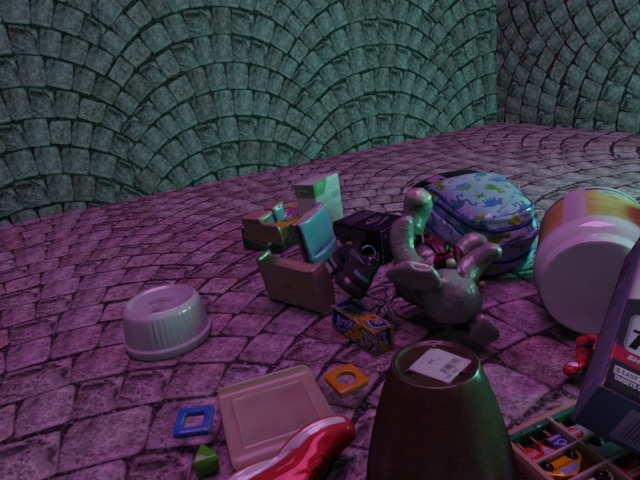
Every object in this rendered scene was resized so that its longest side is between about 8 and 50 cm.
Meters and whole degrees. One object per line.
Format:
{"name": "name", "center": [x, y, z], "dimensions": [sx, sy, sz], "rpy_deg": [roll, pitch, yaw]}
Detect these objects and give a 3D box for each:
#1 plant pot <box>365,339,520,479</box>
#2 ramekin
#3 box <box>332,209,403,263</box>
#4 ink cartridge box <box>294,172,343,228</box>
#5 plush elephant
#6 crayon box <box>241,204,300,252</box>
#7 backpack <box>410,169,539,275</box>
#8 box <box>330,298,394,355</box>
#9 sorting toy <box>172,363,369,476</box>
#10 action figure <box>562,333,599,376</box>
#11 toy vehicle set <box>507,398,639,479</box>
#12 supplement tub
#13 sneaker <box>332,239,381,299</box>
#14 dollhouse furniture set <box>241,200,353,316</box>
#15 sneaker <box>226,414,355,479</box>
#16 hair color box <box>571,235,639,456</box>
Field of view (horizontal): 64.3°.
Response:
{"name": "plant pot", "center": [0.155, 0.256, 0.663], "dimensions": [0.215, 0.231, 0.215], "rpy_deg": [-6, 19, 2]}
{"name": "ramekin", "center": [-0.373, 0.187, 1.225], "dimensions": [0.207, 0.109, 0.207], "rpy_deg": [-6, 20, 2]}
{"name": "box", "center": [0.165, -0.016, 1.600], "dimensions": [0.153, 0.108, 0.207], "rpy_deg": [-23, 25, -37]}
{"name": "ink cartridge box", "center": [0.000, -0.114, 1.780], "dimensions": [0.093, 0.213, 0.154], "rpy_deg": [3, 22, 34]}
{"name": "plush elephant", "center": [0.264, 0.074, 1.076], "dimensions": [0.330, 0.272, 0.255], "rpy_deg": [-53, 23, -9]}
{"name": "crayon box", "center": [-0.131, -0.048, 1.833], "dimensions": [0.165, 0.081, 0.278], "rpy_deg": [6, 24, 33]}
{"name": "backpack", "center": [0.437, -0.057, 1.413], "dimensions": [0.289, 0.273, 0.356], "rpy_deg": [-8, 50, -12]}
{"name": "box", "center": [0.090, 0.188, 1.128], "dimensions": [0.054, 0.059, 0.169], "rpy_deg": [-16, 21, -29]}
{"name": "sorting toy", "center": [-0.074, 0.308, 0.882], "dimensions": [0.347, 0.047, 0.196], "rpy_deg": [-13, 25, -14]}
{"name": "action figure", "center": [0.551, 0.166, 0.865], "dimensions": [0.280, 0.092, 0.139], "rpy_deg": [-29, -8, 5]}
{"name": "toy vehicle set", "center": [0.419, 0.298, 0.740], "dimensions": [0.266, 0.035, 0.166], "rpy_deg": [-15, 21, -20]}
{"name": "supplement tub", "center": [0.595, 0.036, 1.105], "dimensions": [0.240, 0.241, 0.331], "rpy_deg": [3, 22, 26]}
{"name": "sneaker", "center": [0.096, 0.051, 1.205], "dimensions": [0.101, 0.106, 0.267], "rpy_deg": [34, 13, -10]}
{"name": "dollhouse furniture set", "center": [0.000, 0.000, 1.348], "dimensions": [0.198, 0.287, 0.303], "rpy_deg": [10, 37, 39]}
{"name": "sneaker", "center": [-0.020, 0.350, 0.718], "dimensions": [0.221, 0.087, 0.128], "rpy_deg": [-28, 35, -19]}
{"name": "hair color box", "center": [0.526, 0.139, 0.743], "dimensions": [0.185, 0.114, 0.374], "rpy_deg": [25, 51, 23]}
